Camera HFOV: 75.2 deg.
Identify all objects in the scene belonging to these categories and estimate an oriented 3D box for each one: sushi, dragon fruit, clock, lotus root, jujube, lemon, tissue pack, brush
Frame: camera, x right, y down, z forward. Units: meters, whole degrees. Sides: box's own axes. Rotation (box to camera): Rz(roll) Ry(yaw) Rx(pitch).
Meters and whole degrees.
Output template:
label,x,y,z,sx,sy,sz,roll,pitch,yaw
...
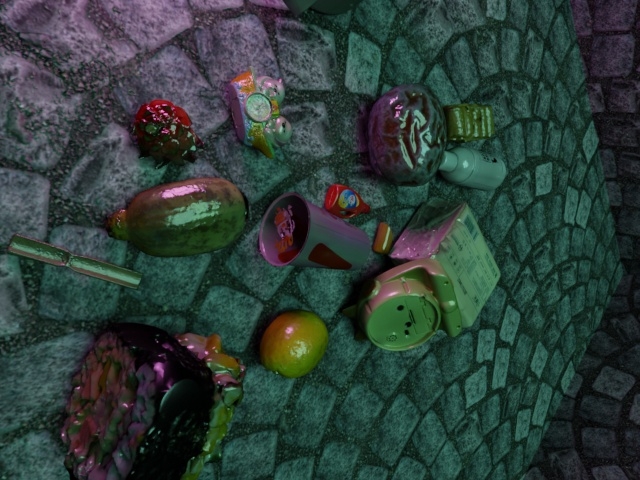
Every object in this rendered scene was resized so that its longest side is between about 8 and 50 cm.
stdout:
label,x,y,z,sx,sy,sz,roll,pitch,yaw
sushi,-0.321,0.347,0.854,0.285,0.328,0.328,26,78,-48
dragon fruit,-0.334,-0.233,0.902,0.121,0.130,0.142,-47,160,-32
clock,0.254,0.228,1.315,0.349,0.117,0.286,-21,121,6
clock,-0.144,-0.321,1.049,0.144,0.103,0.230,-15,103,-27
lotus root,-0.308,-0.047,0.929,0.309,0.173,0.173,-16,104,-28
jujube,0.268,-0.316,1.287,0.247,0.215,0.307,-18,101,-19
lemon,-0.069,0.279,1.137,0.207,0.170,0.170,-48,121,-33
tissue pack,0.452,0.085,1.488,0.297,0.207,0.380,-49,121,-24
brush,-0.499,0.048,0.861,0.248,0.036,0.043,23,76,-30

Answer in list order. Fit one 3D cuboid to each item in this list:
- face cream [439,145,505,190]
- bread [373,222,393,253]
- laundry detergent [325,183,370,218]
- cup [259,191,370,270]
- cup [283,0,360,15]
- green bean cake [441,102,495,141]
label,x,y,z,sx,sy,sz,roll,pitch,yaw
face cream,0.533,-0.276,1.550,0.370,0.145,0.145,3,93,-39
bread,0.216,-0.003,1.397,0.062,0.049,0.103,19,85,-38
laundry detergent,0.091,-0.110,1.288,0.165,0.049,0.097,18,91,-39
cup,0.000,0.000,1.155,0.288,0.203,0.202,15,86,-44
cup,0.089,-0.730,1.016,0.310,0.392,0.400,9,94,-32
green bean cake,0.448,-0.395,1.425,0.224,0.230,0.131,-13,101,-32
